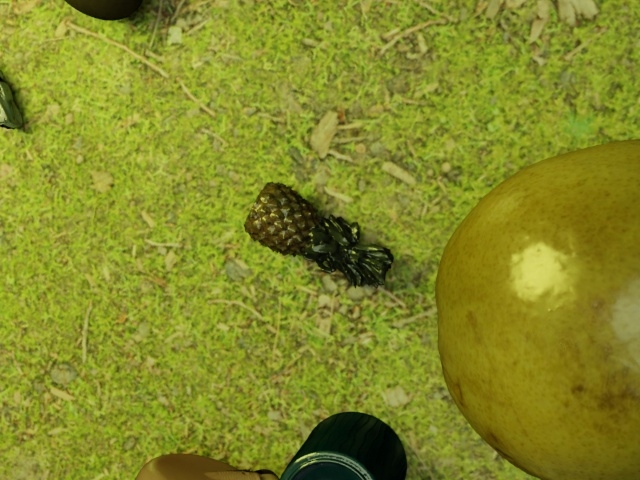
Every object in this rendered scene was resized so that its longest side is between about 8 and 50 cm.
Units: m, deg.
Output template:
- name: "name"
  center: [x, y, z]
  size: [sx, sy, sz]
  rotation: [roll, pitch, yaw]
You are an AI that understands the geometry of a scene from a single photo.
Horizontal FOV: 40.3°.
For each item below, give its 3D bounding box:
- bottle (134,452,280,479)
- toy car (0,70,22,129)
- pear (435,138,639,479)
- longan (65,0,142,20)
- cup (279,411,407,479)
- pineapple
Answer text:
- name: "bottle"
  center: [-0.144, 0.379, 0.923]
  size: [0.207, 0.173, 0.296]
  rotation: [14, 95, -20]
- name: "toy car"
  center: [-0.371, -0.171, 0.999]
  size: [0.025, 0.041, 0.093]
  rotation: [-23, 89, 10]
- name: "pear"
  center: [0.251, 0.065, 0.742]
  size: [0.315, 0.314, 0.314]
  rotation: [1, 93, 13]
- name: "longan"
  center: [-0.229, -0.290, 0.937]
  size: [0.119, 0.106, 0.106]
  rotation: [-11, 91, -29]
- name: "cup"
  center: [0.036, 0.256, 0.880]
  size: [0.150, 0.138, 0.113]
  rotation: [38, 100, 8]
- name: "pineapple"
  center: [0.000, 0.000, 0.915]
  size: [0.159, 0.074, 0.074]
  rotation: [28, 99, 2]
